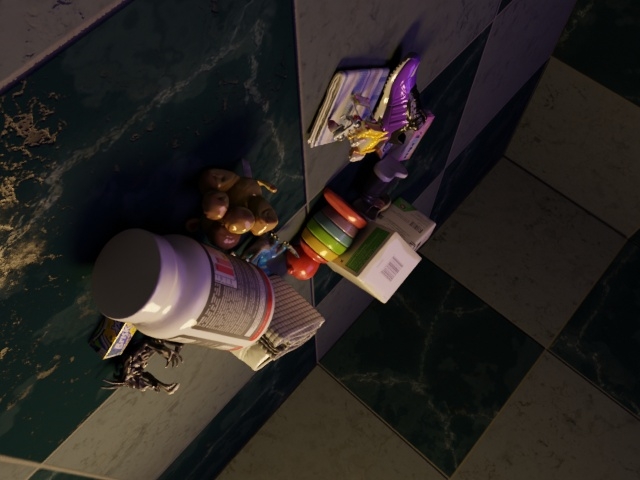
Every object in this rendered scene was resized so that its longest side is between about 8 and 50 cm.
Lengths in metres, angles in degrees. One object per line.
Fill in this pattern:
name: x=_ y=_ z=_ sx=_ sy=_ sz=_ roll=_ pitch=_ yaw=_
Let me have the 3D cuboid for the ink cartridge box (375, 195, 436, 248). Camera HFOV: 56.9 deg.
ink cartridge box: x=0.324 y=-0.026 z=2.556 sx=0.289 sy=0.211 sz=0.122 roll=-39 pitch=161 yaw=-32

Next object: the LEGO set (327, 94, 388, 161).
LEGO set: x=0.102 y=-0.301 z=1.559 sx=0.132 sy=0.107 sz=0.287 roll=-22 pitch=172 yaw=10

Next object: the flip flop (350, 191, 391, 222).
flip flop: x=0.195 y=-0.139 z=2.158 sx=0.277 sy=0.112 sz=0.080 roll=-34 pitch=162 yaw=-55

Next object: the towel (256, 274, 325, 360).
towel: x=-0.146 y=0.241 z=1.859 sx=0.121 sy=0.235 sz=0.283 roll=-52 pitch=164 yaw=23

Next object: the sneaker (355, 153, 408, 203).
sneaker: x=0.209 y=-0.214 z=2.090 sx=0.147 sy=0.104 sz=0.295 roll=-45 pitch=174 yaw=27

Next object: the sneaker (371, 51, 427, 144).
sneaker: x=0.248 y=-0.393 z=1.688 sx=0.102 sy=0.146 sz=0.293 roll=-55 pitch=172 yaw=-42

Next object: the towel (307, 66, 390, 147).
towel: x=0.078 y=-0.357 z=1.549 sx=0.285 sy=0.034 sz=0.209 roll=-30 pitch=151 yaw=-54

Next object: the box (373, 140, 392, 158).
box: x=0.230 y=-0.343 z=1.977 sx=0.136 sy=0.028 sz=0.081 roll=-50 pitch=163 yaw=2

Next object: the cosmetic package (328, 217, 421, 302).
cosmetic package: x=0.141 y=0.042 z=1.970 sx=0.155 sy=0.365 sz=0.197 roll=43 pitch=83 yaw=-29

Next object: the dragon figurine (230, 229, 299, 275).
dragon figurine: x=-0.161 y=0.042 z=1.658 sx=0.144 sy=0.085 sz=0.289 roll=-52 pitch=162 yaw=2

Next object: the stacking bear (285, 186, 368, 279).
stacking bear: x=0.000 y=0.000 z=1.887 sx=0.289 sy=0.164 sz=0.175 roll=-49 pitch=163 yaw=7

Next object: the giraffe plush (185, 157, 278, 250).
giraffe plush: x=-0.205 y=-0.056 z=1.282 sx=0.170 sy=0.181 sz=0.210 roll=-50 pitch=-159 yaw=32

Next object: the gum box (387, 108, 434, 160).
gum box: x=0.316 y=-0.375 z=2.067 sx=0.107 sy=0.062 sz=0.188 roll=-23 pitch=147 yaw=-58

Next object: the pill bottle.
pill bottle: x=-0.269 y=0.106 z=1.219 sx=0.210 sy=0.210 sz=0.363 roll=-53 pitch=149 yaw=4

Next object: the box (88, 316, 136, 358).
box: x=-0.432 y=0.175 z=1.288 sx=0.169 sy=0.054 sz=0.059 roll=-55 pitch=162 yaw=14

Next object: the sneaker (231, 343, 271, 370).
sneaker: x=-0.170 y=0.313 z=2.052 sx=0.292 sy=0.169 sz=0.108 roll=-48 pitch=161 yaw=-14

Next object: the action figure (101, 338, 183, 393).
action figure: x=-0.402 y=0.299 z=1.478 sx=0.275 sy=0.141 sz=0.164 roll=-41 pitch=162 yaw=-40
